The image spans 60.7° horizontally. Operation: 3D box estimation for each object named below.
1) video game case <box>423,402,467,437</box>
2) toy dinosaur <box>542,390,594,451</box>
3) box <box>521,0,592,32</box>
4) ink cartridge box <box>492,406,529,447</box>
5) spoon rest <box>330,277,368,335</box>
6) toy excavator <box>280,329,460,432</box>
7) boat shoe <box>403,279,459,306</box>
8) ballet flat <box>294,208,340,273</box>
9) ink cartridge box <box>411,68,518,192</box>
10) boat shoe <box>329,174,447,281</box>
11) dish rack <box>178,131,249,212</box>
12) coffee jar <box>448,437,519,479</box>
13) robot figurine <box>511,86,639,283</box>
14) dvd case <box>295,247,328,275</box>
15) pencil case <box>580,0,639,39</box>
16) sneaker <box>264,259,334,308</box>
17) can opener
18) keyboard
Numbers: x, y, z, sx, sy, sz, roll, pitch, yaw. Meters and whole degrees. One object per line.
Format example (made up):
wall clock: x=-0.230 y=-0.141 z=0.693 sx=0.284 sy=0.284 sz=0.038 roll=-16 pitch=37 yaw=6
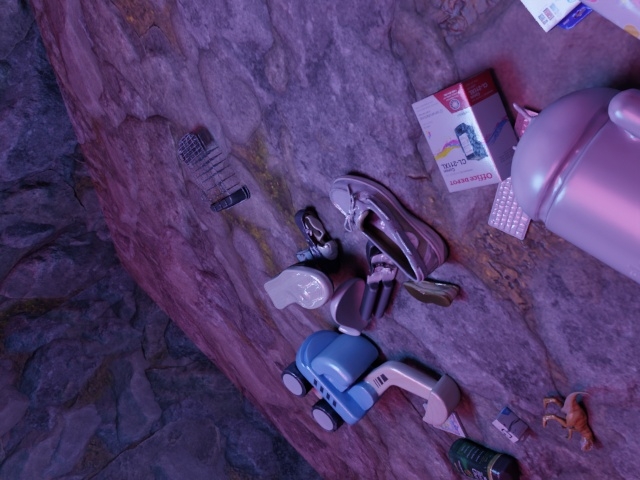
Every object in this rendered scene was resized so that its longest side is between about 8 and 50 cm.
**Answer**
video game case: x=0.359 y=0.519 z=1.580 sx=0.122 sy=0.011 sz=0.087 roll=-3 pitch=119 yaw=55
toy dinosaur: x=0.525 y=0.357 z=1.145 sx=0.112 sy=0.064 sz=0.211 roll=-4 pitch=129 yaw=36
box: x=0.306 y=-0.348 z=0.734 sx=0.136 sy=0.028 sz=0.081 roll=54 pitch=150 yaw=3
ink cartridge box: x=0.465 y=0.452 z=1.321 sx=0.083 sy=0.048 sz=0.028 roll=41 pitch=148 yaw=18
spoon rest: x=0.087 y=0.198 z=1.534 sx=0.084 sy=0.137 sz=0.276 roll=31 pitch=158 yaw=23
toy excavator: x=0.137 y=0.407 z=1.610 sx=0.433 sy=0.222 sz=0.445 roll=45 pitch=141 yaw=12
boat shoe: x=0.257 y=0.115 z=1.280 sx=0.056 sy=0.048 sz=0.153 roll=52 pitch=159 yaw=-22
ballet flat: x=0.000 y=0.000 z=1.491 sx=0.203 sy=0.074 sz=0.074 roll=57 pitch=150 yaw=-2
ink cartridge box: x=0.251 y=-0.179 z=0.925 sx=0.127 sy=0.072 sz=0.175 roll=-8 pitch=110 yaw=61
boat shoe: x=0.134 y=-0.033 z=1.230 sx=0.320 sy=0.103 sz=0.118 roll=42 pitch=148 yaw=20
dish rack: x=-0.356 y=-0.222 z=1.763 sx=0.208 sy=0.074 sz=0.271 roll=-15 pitch=107 yaw=57
coffee jar: x=0.445 y=0.612 z=1.486 sx=0.184 sy=0.079 sz=0.096 roll=0 pitch=121 yaw=54
robot figurine: x=0.404 y=-0.070 z=0.711 sx=0.353 sy=0.200 sz=0.300 roll=37 pitch=163 yaw=27
dvd case: x=-0.023 y=0.080 z=1.660 sx=0.119 sy=0.013 sz=0.087 roll=59 pitch=150 yaw=-7
pencil case: x=0.388 y=-0.282 z=0.603 sx=0.273 sy=0.113 sz=0.124 roll=45 pitch=122 yaw=16
sneaker: x=-0.034 y=0.108 z=1.539 sx=0.350 sy=0.148 sz=0.131 roll=-13 pitch=106 yaw=62
can opener: x=0.148 y=0.105 z=1.407 sx=0.280 sy=0.074 sz=0.093 roll=94 pitch=166 yaw=-47
keyboard: x=0.348 y=-0.106 z=0.941 sx=0.072 sy=0.014 sz=0.256 roll=34 pitch=145 yaw=30
